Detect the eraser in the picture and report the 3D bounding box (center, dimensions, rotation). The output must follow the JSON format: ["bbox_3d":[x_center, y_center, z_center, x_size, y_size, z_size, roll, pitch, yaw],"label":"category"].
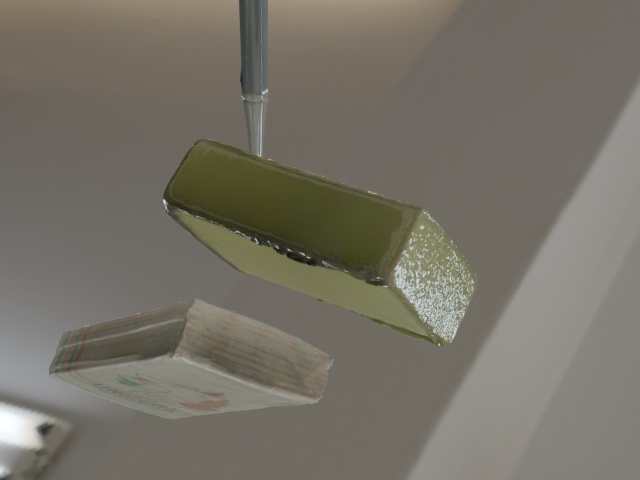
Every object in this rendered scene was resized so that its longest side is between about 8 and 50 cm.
[{"bbox_3d":[0.000,0.000,0.839,0.172,0.117,0.058,19,-104,32],"label":"eraser"}]

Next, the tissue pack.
[{"bbox_3d":[-0.048,0.043,0.467,0.108,0.056,0.023,-14,-122,56],"label":"tissue pack"}]

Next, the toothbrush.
[{"bbox_3d":[-0.050,-0.140,1.109,0.030,0.342,0.025,8,-155,23],"label":"toothbrush"}]
